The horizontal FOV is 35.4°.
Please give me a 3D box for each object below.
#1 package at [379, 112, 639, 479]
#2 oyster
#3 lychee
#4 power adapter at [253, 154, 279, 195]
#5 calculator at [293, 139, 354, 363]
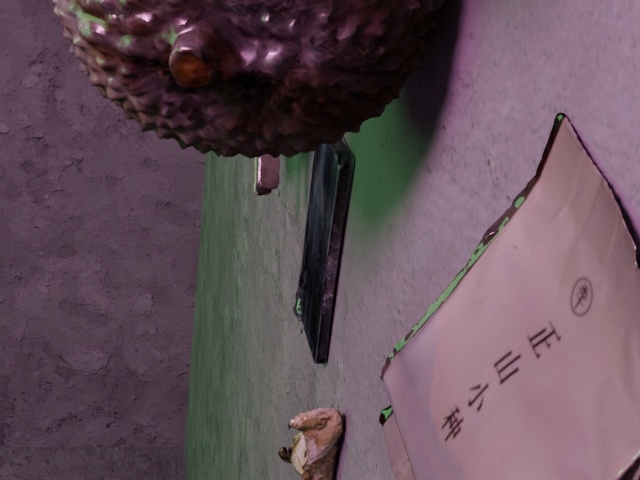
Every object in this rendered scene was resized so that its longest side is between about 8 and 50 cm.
[{"bbox_3d":[0.107,0.084,0.541,0.203,0.062,0.250,-102,31,-53],"label":"package"},{"bbox_3d":[-0.005,0.251,1.105,0.200,0.061,0.106,115,137,-69],"label":"oyster"},{"bbox_3d":[-0.055,-0.208,0.772,0.300,0.300,0.299,-178,90,-79],"label":"lychee"},{"bbox_3d":[-0.068,-0.187,1.282,0.187,0.124,0.255,154,118,-78],"label":"power adapter"},{"bbox_3d":[0.000,0.000,1.164,0.161,0.021,0.261,-112,26,-63],"label":"calculator"}]
